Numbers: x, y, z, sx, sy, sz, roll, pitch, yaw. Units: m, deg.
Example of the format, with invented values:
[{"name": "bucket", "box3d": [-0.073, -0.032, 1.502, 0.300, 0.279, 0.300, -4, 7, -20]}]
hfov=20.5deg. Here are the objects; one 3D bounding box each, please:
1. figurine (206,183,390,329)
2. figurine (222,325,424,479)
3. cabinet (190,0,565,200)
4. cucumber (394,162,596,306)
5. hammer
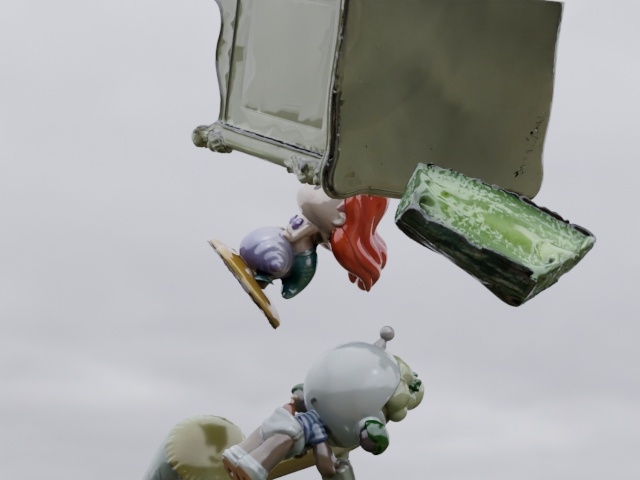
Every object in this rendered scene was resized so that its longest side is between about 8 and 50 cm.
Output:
[{"name": "figurine", "box3d": [-0.004, -0.005, 2.477, 0.257, 0.208, 0.181, -37, -13, -2]}, {"name": "figurine", "box3d": [0.007, 0.161, 1.575, 0.147, 0.197, 0.093, 22, -30, 56]}, {"name": "cabinet", "box3d": [0.055, -0.180, 1.998, 0.290, 0.227, 0.318, 0, 11, -32]}, {"name": "cucumber", "box3d": [0.161, 0.004, 1.683, 0.193, 0.115, 0.086, 31, -51, -11]}, {"name": "hammer", "box3d": [-0.070, 0.268, 2.120, 0.305, 0.113, 0.202, -13, -27, -31]}]
